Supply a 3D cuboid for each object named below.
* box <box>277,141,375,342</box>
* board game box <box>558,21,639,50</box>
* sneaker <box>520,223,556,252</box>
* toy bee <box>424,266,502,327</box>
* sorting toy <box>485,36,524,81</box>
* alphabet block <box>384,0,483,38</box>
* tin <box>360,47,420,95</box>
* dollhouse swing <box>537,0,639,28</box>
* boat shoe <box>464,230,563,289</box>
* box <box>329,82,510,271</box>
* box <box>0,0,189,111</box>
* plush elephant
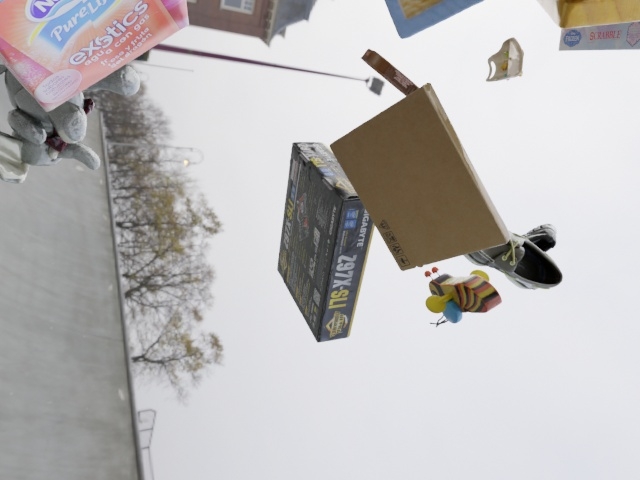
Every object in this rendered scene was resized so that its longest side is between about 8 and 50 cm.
[{"bbox_3d":[0.000,0.000,0.956,0.257,0.080,0.321,-125,-143,-51],"label":"box"},{"bbox_3d":[0.746,-0.446,1.024,0.318,0.319,0.065,-99,-173,-69],"label":"board game box"},{"bbox_3d":[0.627,0.031,1.495,0.234,0.106,0.078,-29,-74,24],"label":"sneaker"},{"bbox_3d":[0.346,0.143,1.297,0.298,0.195,0.162,-40,-103,48],"label":"toy bee"},{"bbox_3d":[0.374,-0.361,0.986,0.075,0.045,0.083,1,-96,56],"label":"sorting toy"},{"bbox_3d":[0.213,-0.502,0.842,0.194,0.197,0.192,-13,-63,33],"label":"alphabet block"},{"bbox_3d":[0.178,-0.391,1.147,0.040,0.190,0.106,-53,-155,14],"label":"tin"},{"bbox_3d":[0.426,-0.437,0.504,0.315,0.305,0.346,-72,163,-52],"label":"dollhouse swing"},{"bbox_3d":[0.435,0.030,1.103,0.091,0.305,0.109,-1,-117,62],"label":"boat shoe"},{"bbox_3d":[0.115,-0.065,0.589,0.164,0.021,0.201,-22,-79,49],"label":"box"},{"bbox_3d":[-0.240,-0.265,0.317,0.300,0.142,0.154,50,-15,-1],"label":"box"},{"bbox_3d":[-0.606,-0.258,1.082,0.255,0.330,0.271,105,-3,-46],"label":"plush elephant"}]
